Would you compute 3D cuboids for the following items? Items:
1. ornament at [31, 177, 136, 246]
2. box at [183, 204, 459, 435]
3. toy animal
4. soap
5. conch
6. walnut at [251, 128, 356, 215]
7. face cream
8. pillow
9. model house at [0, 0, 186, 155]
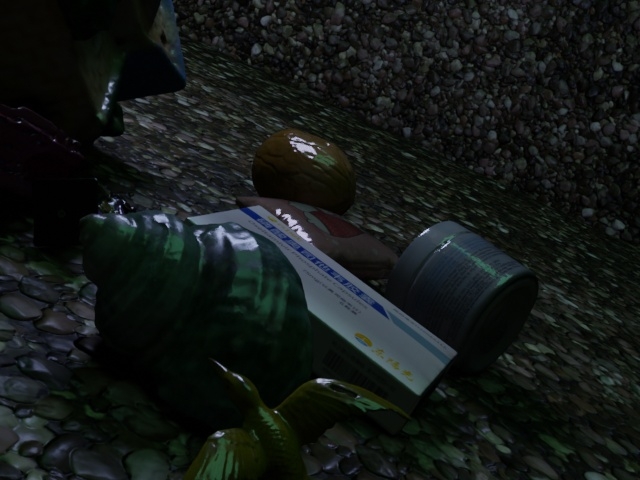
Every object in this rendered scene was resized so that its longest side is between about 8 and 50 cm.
[{"bbox_3d":[-0.296,-0.035,1.064,0.081,0.088,0.203,0,4,1],"label":"ornament"},{"bbox_3d":[-0.003,0.082,1.031,0.343,0.065,0.200,37,18,14],"label":"box"},{"bbox_3d":[-0.055,0.172,0.709,0.219,0.095,0.155,-26,45,-30],"label":"toy animal"},{"bbox_3d":[-0.399,-0.128,1.000,0.162,0.099,0.250,29,-4,1],"label":"soap"},{"bbox_3d":[-0.127,0.066,0.830,0.277,0.195,0.220,46,40,-17],"label":"conch"},{"bbox_3d":[-0.029,-0.112,1.517,0.207,0.167,0.167,28,16,19],"label":"walnut"},{"bbox_3d":[0.204,0.083,1.203,0.153,0.177,0.177,38,21,34],"label":"face cream"},{"bbox_3d":[0.000,0.000,1.336,0.223,0.084,0.236,11,16,-40],"label":"pillow"},{"bbox_3d":[-0.377,-0.302,1.284,0.335,0.342,0.382,-8,37,8],"label":"model house"}]
